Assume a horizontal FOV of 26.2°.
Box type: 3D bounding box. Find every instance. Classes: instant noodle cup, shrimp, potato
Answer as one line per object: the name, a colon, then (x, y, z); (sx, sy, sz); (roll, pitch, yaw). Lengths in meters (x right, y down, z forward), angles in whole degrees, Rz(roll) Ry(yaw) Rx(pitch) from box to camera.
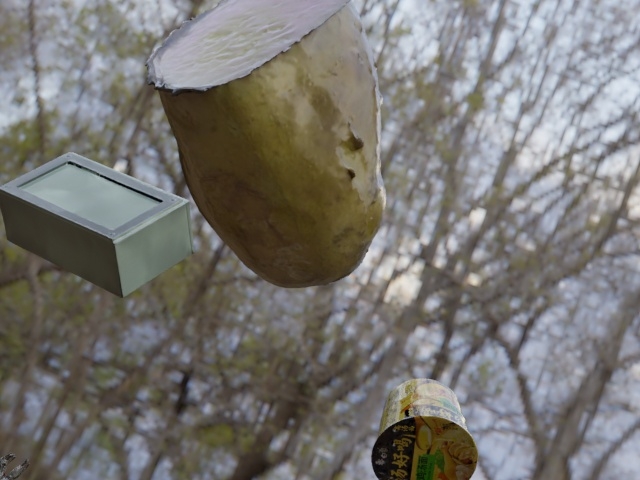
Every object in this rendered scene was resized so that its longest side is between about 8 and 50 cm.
instant noodle cup: (0.148, 0.277, 1.981); (0.151, 0.122, 0.151); (0, -58, 1)
shrimp: (-0.435, 0.318, 1.850); (0.038, 0.092, 0.029); (44, -20, 22)
potato: (-0.035, -0.083, 1.307); (0.229, 0.229, 0.266); (5, -56, 39)

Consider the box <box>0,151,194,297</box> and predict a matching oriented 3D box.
box: (-0.289, -0.027, 1.766); (0.225, 0.129, 0.086); (22, -50, 34)
